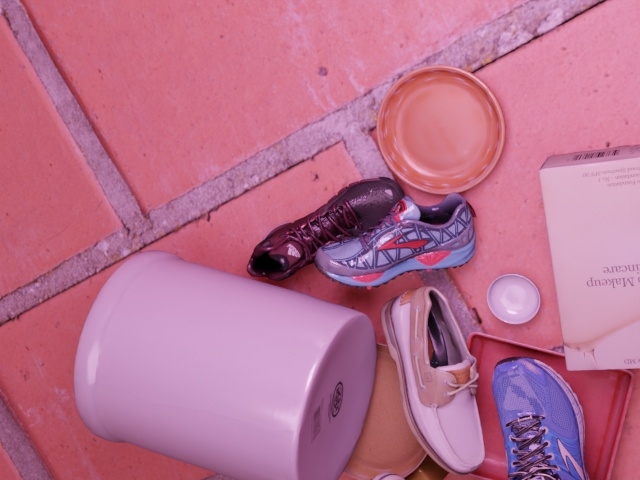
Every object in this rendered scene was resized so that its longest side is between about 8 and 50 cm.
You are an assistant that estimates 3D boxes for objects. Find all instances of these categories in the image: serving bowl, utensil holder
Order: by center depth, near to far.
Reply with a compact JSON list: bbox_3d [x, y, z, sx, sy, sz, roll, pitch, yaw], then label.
[{"bbox_3d":[0.306,0.088,1.499,0.083,0.027,0.083,7,109,20],"label":"serving bowl"},{"bbox_3d":[-0.140,0.214,1.534,0.385,0.327,0.328,13,111,22],"label":"utensil holder"}]

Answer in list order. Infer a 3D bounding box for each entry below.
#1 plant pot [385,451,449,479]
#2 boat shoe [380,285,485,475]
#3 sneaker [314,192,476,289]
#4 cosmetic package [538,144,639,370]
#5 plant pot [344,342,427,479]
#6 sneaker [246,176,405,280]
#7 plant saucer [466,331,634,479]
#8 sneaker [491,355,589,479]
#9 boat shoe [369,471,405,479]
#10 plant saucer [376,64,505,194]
[{"bbox_3d":[0.157,0.397,1.629,0.081,0.081,0.083,-44,81,27],"label":"plant pot"},{"bbox_3d":[0.189,0.218,1.493,0.103,0.113,0.302,-35,74,50],"label":"boat shoe"},{"bbox_3d":[0.111,-0.015,1.447,0.262,0.104,0.125,-13,125,-17],"label":"sneaker"},{"bbox_3d":[0.422,0.025,1.388,0.160,0.113,0.309,-7,103,23],"label":"cosmetic package"},{"bbox_3d":[0.093,0.290,1.610,0.236,0.032,0.236,-2,87,31],"label":"plant pot"},{"bbox_3d":[0.000,0.000,1.516,0.281,0.162,0.106,-29,95,27],"label":"sneaker"},{"bbox_3d":[0.350,0.284,1.534,0.259,0.048,0.258,13,111,18],"label":"plant saucer"},{"bbox_3d":[0.340,0.334,1.435,0.129,0.147,0.330,-22,86,25],"label":"sneaker"},{"bbox_3d":[0.069,0.566,1.614,0.156,0.187,0.500,24,137,26],"label":"boat shoe"},{"bbox_3d":[0.186,-0.171,1.460,0.200,0.037,0.200,6,109,19],"label":"plant saucer"}]
